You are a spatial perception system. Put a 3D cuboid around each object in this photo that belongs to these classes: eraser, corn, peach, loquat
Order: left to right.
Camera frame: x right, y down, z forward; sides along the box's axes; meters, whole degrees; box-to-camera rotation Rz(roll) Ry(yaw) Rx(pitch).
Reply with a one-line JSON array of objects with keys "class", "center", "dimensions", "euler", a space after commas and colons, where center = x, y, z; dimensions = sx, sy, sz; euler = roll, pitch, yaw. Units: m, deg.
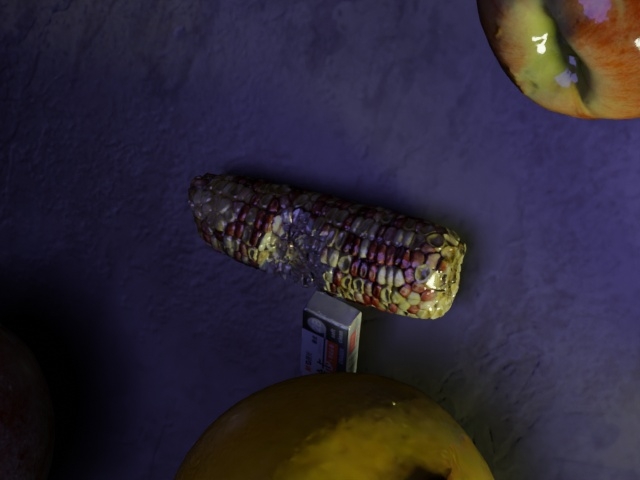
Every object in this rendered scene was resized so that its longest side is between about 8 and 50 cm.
[{"class": "corn", "center": [0.000, 0.000, 1.779], "dimensions": [0.290, 0.098, 0.098], "euler": [16, 105, 20]}, {"class": "loquat", "center": [0.002, 0.288, 1.721], "dimensions": [0.359, 0.328, 0.328], "euler": [-25, 89, 54]}, {"class": "eraser", "center": [0.010, 0.101, 1.795], "dimensions": [0.052, 0.029, 0.122], "euler": [26, 145, 16]}, {"class": "peach", "center": [0.253, -0.232, 1.574], "dimensions": [0.232, 0.256, 0.232], "euler": [26, 148, 17]}]

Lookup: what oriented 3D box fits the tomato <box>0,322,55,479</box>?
[{"class": "tomato", "center": [-0.426, 0.196, 1.878], "dimensions": [0.317, 0.317, 0.282], "euler": [-15, 78, 25]}]
